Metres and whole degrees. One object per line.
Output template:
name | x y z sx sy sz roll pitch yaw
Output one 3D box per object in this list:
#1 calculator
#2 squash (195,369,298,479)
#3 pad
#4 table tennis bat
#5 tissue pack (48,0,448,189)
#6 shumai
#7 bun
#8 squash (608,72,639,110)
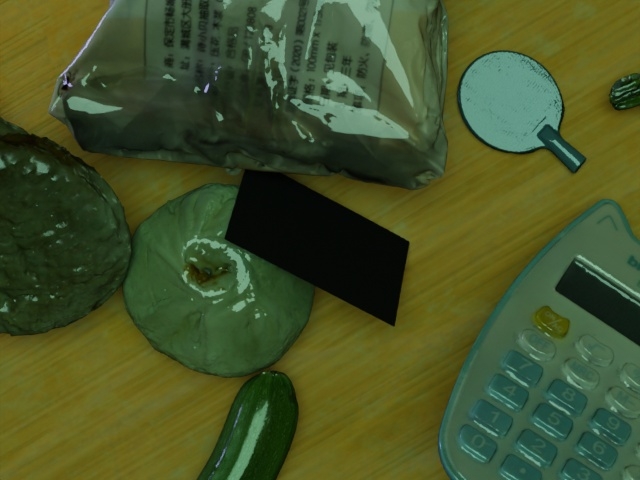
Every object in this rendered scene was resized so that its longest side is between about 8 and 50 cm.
calculator | 0.266 0.147 1.837 0.256 0.054 0.386 34 54 4
squash | -0.084 0.231 1.909 0.077 0.068 0.219 32 85 -25
pad | 0.000 0.000 1.893 0.190 0.004 0.127 27 41 -12
table tennis bat | 0.209 -0.128 1.959 0.155 0.019 0.100 42 87 7
tissue pack | -0.046 -0.250 1.885 0.390 0.195 0.376 9 80 5
shumai | -0.314 -0.046 1.908 0.222 0.204 0.272 -39 115 20
bun | -0.101 0.042 1.905 0.195 0.118 0.195 0 86 -1
squash | 0.451 -0.137 1.924 0.318 0.071 0.080 14 86 3
